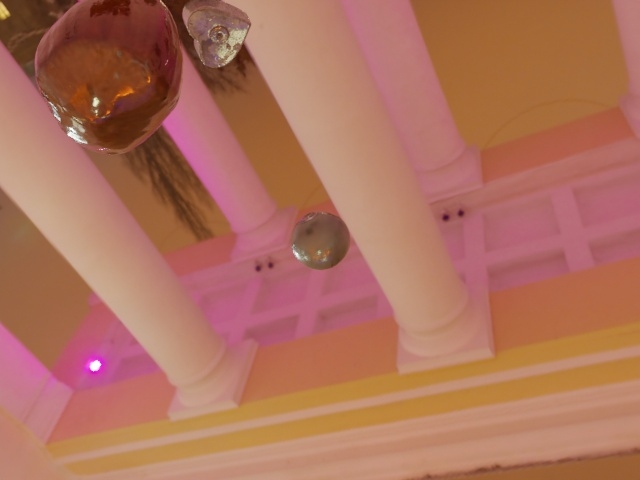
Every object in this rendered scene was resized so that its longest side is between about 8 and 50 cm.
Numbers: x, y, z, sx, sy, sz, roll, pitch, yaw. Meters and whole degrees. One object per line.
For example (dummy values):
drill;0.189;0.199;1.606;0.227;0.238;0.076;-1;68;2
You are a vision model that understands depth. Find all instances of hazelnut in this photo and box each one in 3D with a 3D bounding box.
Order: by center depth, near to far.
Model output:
hazelnut;-0.280;-0.225;0.816;0.210;0.210;0.186;-2;-156;39

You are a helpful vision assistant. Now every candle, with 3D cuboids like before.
candle;-0.268;-0.561;1.663;0.168;0.192;0.068;-22;-126;0

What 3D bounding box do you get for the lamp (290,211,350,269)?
lamp;0.000;0.000;1.085;0.105;0.105;0.105;-22;-150;13
